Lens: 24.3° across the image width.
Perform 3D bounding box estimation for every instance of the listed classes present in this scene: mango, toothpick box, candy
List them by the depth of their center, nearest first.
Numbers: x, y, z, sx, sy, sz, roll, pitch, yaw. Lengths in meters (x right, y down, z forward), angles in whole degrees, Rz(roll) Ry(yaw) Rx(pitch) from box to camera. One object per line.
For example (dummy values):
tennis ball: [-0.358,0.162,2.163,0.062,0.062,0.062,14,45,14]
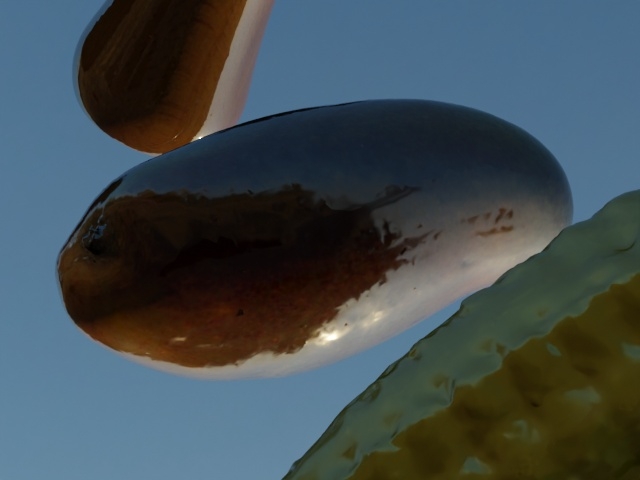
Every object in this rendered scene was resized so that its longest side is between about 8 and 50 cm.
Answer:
candy: [0.050,0.065,0.408,0.094,0.199,0.106,59,-2,-27]
mango: [0.000,0.000,0.714,0.111,0.267,0.133,46,-40,50]
toothpick box: [-0.090,-0.218,1.216,0.192,0.192,0.294,37,-56,10]
